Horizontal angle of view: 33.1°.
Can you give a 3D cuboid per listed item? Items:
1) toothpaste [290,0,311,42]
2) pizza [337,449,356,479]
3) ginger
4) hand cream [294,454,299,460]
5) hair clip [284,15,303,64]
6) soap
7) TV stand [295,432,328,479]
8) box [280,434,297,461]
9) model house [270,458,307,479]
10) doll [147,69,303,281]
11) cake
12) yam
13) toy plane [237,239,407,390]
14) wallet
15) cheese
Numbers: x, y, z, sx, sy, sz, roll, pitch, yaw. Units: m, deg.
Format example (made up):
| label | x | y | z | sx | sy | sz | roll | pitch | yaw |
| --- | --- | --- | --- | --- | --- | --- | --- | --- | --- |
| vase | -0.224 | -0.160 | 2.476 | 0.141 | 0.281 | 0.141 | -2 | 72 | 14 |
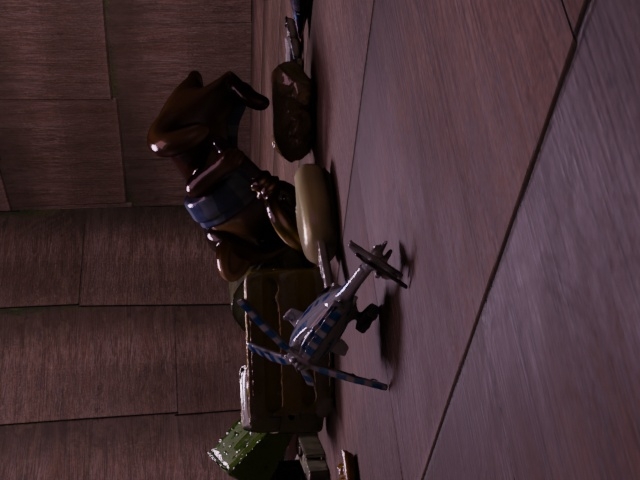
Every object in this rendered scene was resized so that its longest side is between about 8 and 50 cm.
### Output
| label | x | y | z | sx | sy | sz | roll | pitch | yaw |
| --- | --- | --- | --- | --- | --- | --- | --- | --- | --- |
| toothpaste | -0.034 | -0.415 | 1.796 | 0.193 | 0.045 | 0.071 | 86 | -173 | -64 |
| pizza | 0.036 | 0.350 | 1.466 | 0.108 | 0.026 | 0.123 | 99 | 167 | -71 |
| ginger | -0.049 | -0.203 | 1.847 | 0.137 | 0.074 | 0.213 | -102 | 17 | -48 |
| hand cream | -0.055 | 0.537 | 2.294 | 0.087 | 0.054 | 0.186 | -93 | 10 | -55 |
| hair clip | -0.058 | -0.328 | 2.019 | 0.116 | 0.049 | 0.172 | -158 | 69 | -78 |
| soap | -0.051 | 0.159 | 1.689 | 0.076 | 0.135 | 0.233 | 172 | 96 | -84 |
| TV stand | -0.016 | 0.381 | 1.908 | 0.249 | 0.036 | 0.042 | -153 | 63 | -83 |
| box | -0.091 | 0.416 | 2.394 | 0.215 | 0.086 | 0.215 | -103 | 12 | -64 |
| model house | -0.086 | 0.489 | 2.092 | 0.106 | 0.152 | 0.165 | 84 | -175 | -88 |
| doll | -0.146 | -0.116 | 1.825 | 0.318 | 0.209 | 0.340 | -113 | -2 | -71 |
| cake | -0.090 | 0.356 | 2.037 | 0.099 | 0.235 | 0.100 | 49 | 169 | -36 |
| yam | -0.099 | 0.060 | 2.023 | 0.268 | 0.161 | 0.161 | -100 | 10 | -62 |
| toy plane | 0.010 | 0.065 | 1.158 | 0.107 | 0.182 | 0.273 | -56 | -19 | -39 |
| wallet | -0.061 | 0.264 | 1.777 | 0.039 | 0.155 | 0.110 | -20 | 68 | 48 |
| cheese | 0.000 | 0.000 | 1.556 | 0.251 | 0.054 | 0.127 | -100 | 7 | -51 |
